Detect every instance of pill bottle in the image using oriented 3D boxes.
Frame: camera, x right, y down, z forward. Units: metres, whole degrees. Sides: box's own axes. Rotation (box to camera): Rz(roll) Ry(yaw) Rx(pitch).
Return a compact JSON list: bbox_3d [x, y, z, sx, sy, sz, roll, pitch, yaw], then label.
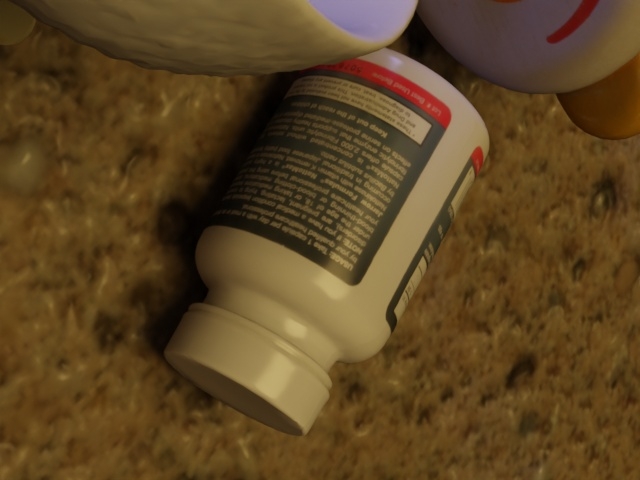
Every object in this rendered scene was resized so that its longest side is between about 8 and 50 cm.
[{"bbox_3d":[0.000,0.000,0.669,0.108,0.108,0.180,43,69,-35],"label":"pill bottle"}]

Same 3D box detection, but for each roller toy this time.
[{"bbox_3d":[0.135,-0.177,0.705,0.146,0.191,0.209,-20,133,-38],"label":"roller toy"}]

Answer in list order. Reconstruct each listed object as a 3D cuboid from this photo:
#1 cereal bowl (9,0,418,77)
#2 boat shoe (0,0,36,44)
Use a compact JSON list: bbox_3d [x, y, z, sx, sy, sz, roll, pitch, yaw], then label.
[{"bbox_3d":[-0.079,-0.213,0.430,0.339,0.141,0.339,-9,90,-70],"label":"cereal bowl"},{"bbox_3d":[-0.173,-0.133,0.552,0.133,0.049,0.042,32,42,-29],"label":"boat shoe"}]
